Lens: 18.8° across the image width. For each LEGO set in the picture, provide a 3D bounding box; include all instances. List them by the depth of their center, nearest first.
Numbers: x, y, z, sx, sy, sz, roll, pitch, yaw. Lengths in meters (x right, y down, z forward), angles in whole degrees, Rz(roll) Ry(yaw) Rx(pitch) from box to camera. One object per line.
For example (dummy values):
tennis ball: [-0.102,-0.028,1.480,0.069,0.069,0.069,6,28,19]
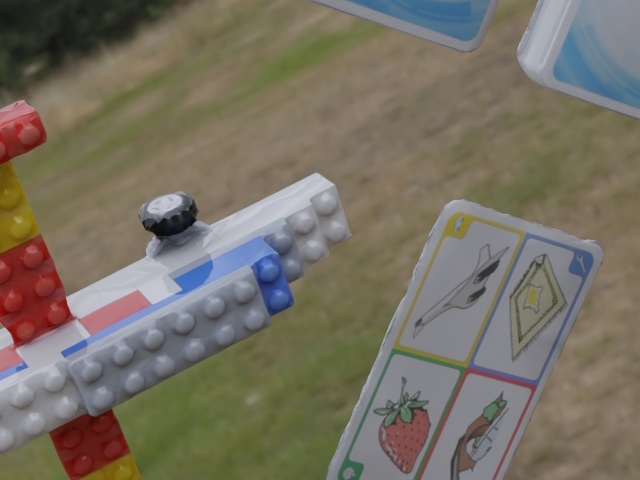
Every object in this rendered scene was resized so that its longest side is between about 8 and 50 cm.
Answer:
LEGO set: [0.000,0.000,0.403,0.060,0.182,0.244,41,110,57]
